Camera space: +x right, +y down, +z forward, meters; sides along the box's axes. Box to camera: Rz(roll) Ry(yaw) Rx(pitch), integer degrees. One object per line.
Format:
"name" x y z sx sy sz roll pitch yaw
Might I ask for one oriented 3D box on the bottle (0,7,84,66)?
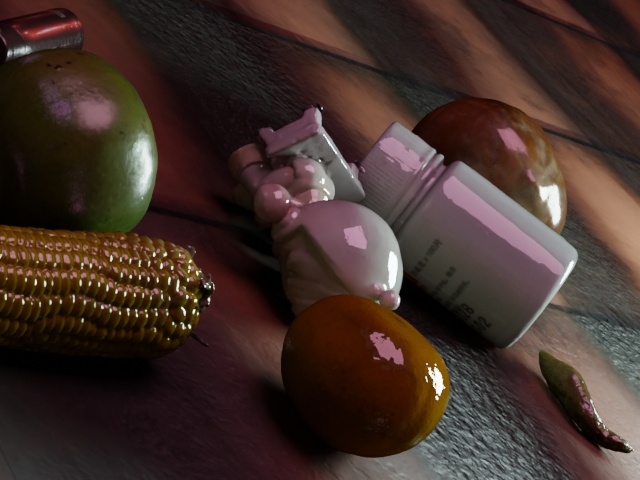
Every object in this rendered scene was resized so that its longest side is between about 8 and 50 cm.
"bottle" -0.296 -0.196 1.793 0.060 0.060 0.164 39 21 7

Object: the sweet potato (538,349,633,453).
"sweet potato" 0.278 0.172 1.925 0.041 0.038 0.153 -14 52 -34

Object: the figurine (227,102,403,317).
"figurine" 0.010 -0.001 1.766 0.144 0.182 0.257 -16 49 -9

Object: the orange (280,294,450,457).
"orange" 0.035 0.120 1.564 0.156 0.124 0.156 35 5 -3

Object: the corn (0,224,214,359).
"corn" -0.217 0.040 1.385 0.305 0.106 0.106 5 38 -45

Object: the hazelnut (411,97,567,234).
"hazelnut" 0.197 -0.070 2.079 0.214 0.176 0.214 32 -11 7

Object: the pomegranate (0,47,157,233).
"pomegranate" -0.230 -0.062 1.493 0.179 0.179 0.210 37 42 2

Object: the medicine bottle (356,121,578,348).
"medicine bottle" 0.143 -0.008 1.944 0.252 0.144 0.144 38 22 0
